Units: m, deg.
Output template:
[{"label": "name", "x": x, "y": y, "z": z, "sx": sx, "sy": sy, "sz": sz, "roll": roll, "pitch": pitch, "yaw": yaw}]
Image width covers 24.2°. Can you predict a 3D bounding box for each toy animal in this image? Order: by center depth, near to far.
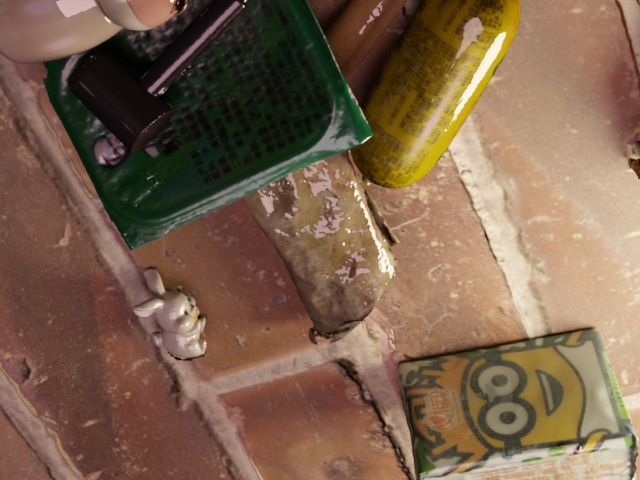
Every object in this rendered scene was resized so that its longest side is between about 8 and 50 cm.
[{"label": "toy animal", "x": -0.202, "y": 0.105, "z": 2.075, "sx": 0.085, "sy": 0.071, "sz": 0.124, "roll": 4, "pitch": 139, "yaw": 14}]

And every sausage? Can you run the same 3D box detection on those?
[{"label": "sausage", "x": 0.137, "y": -0.197, "z": 1.835, "sx": 0.123, "sy": 0.123, "sz": 0.347, "roll": 18, "pitch": 125, "yaw": -19}, {"label": "sausage", "x": 0.012, "y": -0.227, "z": 1.837, "sx": 0.065, "sy": 0.066, "sz": 0.301, "roll": 28, "pitch": 122, "yaw": -25}]

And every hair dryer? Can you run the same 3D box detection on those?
[{"label": "hair dryer", "x": -0.171, "y": -0.225, "z": 1.707, "sx": 0.114, "sy": 0.070, "sz": 0.248, "roll": 44, "pitch": 101, "yaw": -2}]

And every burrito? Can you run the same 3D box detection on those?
[{"label": "burrito", "x": 0.012, "y": -0.001, "z": 1.996, "sx": 0.175, "sy": 0.107, "sz": 0.348, "roll": -9, "pitch": 128, "yaw": 18}]

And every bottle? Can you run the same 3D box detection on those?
[{"label": "bottle", "x": -0.254, "y": -0.285, "z": 1.669, "sx": 0.236, "sy": 0.148, "sz": 0.148, "roll": -6, "pitch": 131, "yaw": 22}]

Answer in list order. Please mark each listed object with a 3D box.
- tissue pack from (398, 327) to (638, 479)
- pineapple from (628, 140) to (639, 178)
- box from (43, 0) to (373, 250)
[{"label": "tissue pack", "x": 0.280, "y": 0.264, "z": 2.151, "sx": 0.310, "sy": 0.228, "sz": 0.128, "roll": -9, "pitch": 130, "yaw": 0}, {"label": "pineapple", "x": 0.515, "y": -0.143, "z": 1.897, "sx": 0.334, "sy": 0.158, "sz": 0.161, "roll": -35, "pitch": 124, "yaw": 21}, {"label": "box", "x": -0.136, "y": -0.177, "z": 1.797, "sx": 0.336, "sy": 0.106, "sz": 0.264, "roll": -24, "pitch": 97, "yaw": 14}]
